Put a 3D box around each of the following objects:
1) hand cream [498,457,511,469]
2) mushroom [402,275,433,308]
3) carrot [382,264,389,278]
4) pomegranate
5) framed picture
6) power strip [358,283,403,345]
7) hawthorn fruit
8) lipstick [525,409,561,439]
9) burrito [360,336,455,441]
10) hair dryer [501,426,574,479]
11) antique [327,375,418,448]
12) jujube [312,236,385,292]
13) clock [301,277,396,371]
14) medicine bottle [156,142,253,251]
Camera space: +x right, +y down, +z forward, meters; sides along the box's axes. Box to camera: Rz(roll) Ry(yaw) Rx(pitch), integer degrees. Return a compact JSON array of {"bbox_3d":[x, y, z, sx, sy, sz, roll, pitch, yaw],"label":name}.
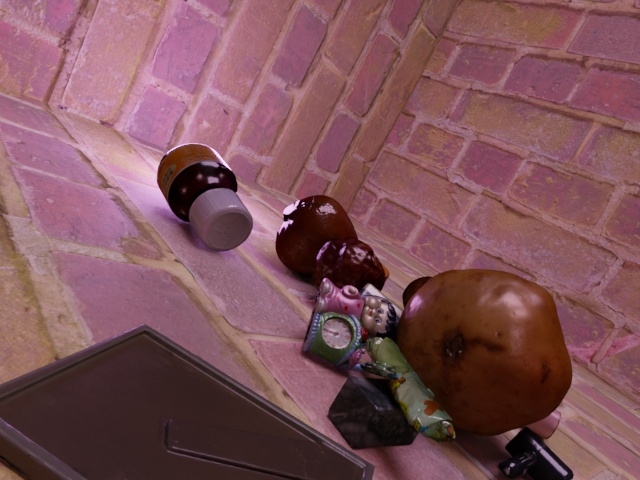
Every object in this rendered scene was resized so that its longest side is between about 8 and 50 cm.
[{"bbox_3d":[0.403,0.475,0.965,0.093,0.019,0.030,20,14,-47],"label":"hand cream"},{"bbox_3d":[0.370,0.223,1.359,0.267,0.267,0.254,35,-28,38],"label":"mushroom"},{"bbox_3d":[0.139,0.118,1.845,0.259,0.100,0.307,30,12,33],"label":"carrot"},{"bbox_3d":[0.369,0.246,1.054,0.411,0.409,0.410,26,10,-5],"label":"pomegranate"},{"bbox_3d":[-0.145,0.266,0.580,0.447,0.028,0.326,29,10,9],"label":"framed picture"},{"bbox_3d":[0.195,0.233,1.246,0.257,0.105,0.070,41,53,5],"label":"power strip"},{"bbox_3d":[-0.017,-0.003,1.579,0.311,0.295,0.295,61,-5,-26],"label":"hawthorn fruit"},{"bbox_3d":[0.486,0.417,1.264,0.327,0.087,0.087,30,11,15],"label":"lipstick"},{"bbox_3d":[0.136,0.250,0.816,0.104,0.054,0.288,22,13,-20],"label":"burrito"},{"bbox_3d":[0.416,0.452,0.911,0.219,0.071,0.124,18,20,-46],"label":"hair dryer"},{"bbox_3d":[0.116,0.314,0.835,0.183,0.088,0.086,18,15,-40],"label":"antique"},{"bbox_3d":[0.086,0.107,1.389,0.213,0.213,0.232,36,-10,40],"label":"jujube"},{"bbox_3d":[0.071,0.199,1.046,0.196,0.193,0.100,19,-29,-6],"label":"clock"},{"bbox_3d":[-0.362,-0.144,1.462,0.243,0.242,0.395,17,19,-45],"label":"medicine bottle"}]
